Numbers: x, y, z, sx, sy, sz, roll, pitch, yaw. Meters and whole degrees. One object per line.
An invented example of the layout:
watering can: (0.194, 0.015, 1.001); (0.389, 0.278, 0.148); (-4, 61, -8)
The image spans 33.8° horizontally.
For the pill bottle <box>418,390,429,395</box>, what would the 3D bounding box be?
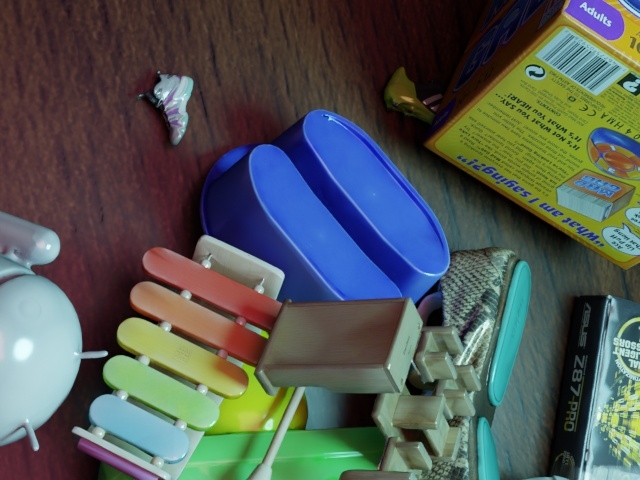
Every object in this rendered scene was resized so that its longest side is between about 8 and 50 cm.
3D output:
pill bottle: (0.154, 0.248, 1.474); (0.065, 0.065, 0.116); (47, 70, -11)

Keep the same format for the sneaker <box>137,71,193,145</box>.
sneaker: (-0.210, -0.177, 1.396); (0.069, 0.038, 0.098); (11, 71, -18)

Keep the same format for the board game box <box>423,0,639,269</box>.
board game box: (0.419, -0.242, 1.423); (0.356, 0.356, 0.356); (31, 61, -9)

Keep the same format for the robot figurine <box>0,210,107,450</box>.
robot figurine: (-0.410, 0.096, 1.153); (0.353, 0.200, 0.300); (25, 77, 18)

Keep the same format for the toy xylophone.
toy xylophone: (-0.130, 0.150, 1.199); (0.236, 0.081, 0.322); (19, 52, -1)

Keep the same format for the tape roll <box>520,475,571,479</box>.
tape roll: (0.316, 0.464, 1.415); (0.246, 0.169, 0.246); (-1, 101, -4)

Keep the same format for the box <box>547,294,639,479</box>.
box: (0.552, 0.279, 1.611); (0.395, 0.097, 0.318); (16, 82, -18)

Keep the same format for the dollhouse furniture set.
dollhouse furniture set: (0.057, 0.183, 1.203); (0.242, 0.161, 0.212); (62, 36, -38)

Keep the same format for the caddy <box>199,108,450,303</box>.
caddy: (0.000, 0.000, 1.378); (0.341, 0.179, 0.241); (51, 49, 2)

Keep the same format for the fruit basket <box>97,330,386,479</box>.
fruit basket: (-0.102, 0.290, 1.307); (0.392, 0.283, 0.392); (11, 38, -9)

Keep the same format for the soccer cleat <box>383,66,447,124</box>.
soccer cleat: (0.178, -0.194, 1.537); (0.179, 0.060, 0.072); (24, 74, -14)

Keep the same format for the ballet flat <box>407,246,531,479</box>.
ballet flat: (0.170, 0.225, 1.383); (0.182, 0.164, 0.482); (-1, 58, 20)
